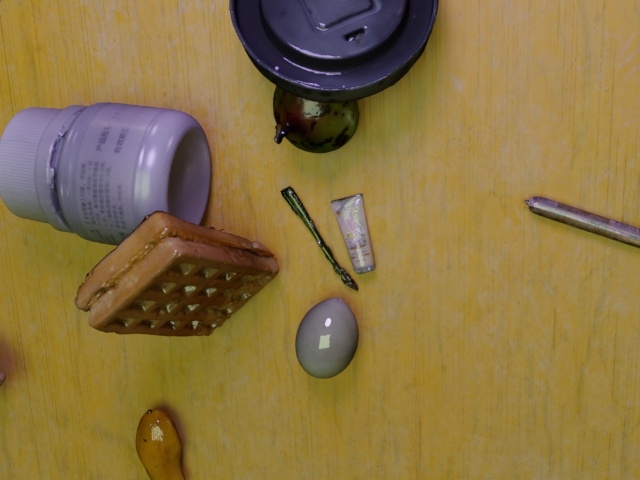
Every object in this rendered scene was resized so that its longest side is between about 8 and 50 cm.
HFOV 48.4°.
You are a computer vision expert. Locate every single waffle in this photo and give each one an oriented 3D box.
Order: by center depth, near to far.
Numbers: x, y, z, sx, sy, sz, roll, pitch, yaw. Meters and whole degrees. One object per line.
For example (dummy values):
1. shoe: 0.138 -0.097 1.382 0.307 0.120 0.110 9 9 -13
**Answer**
1. waffle: -0.227 0.071 1.214 0.224 0.327 0.098 -39 65 16

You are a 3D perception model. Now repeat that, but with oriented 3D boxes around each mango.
1. mango: -0.326 0.428 1.453 0.098 0.075 0.190 -3 109 19

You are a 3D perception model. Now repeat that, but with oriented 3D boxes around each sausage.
1. sausage: 0.469 -0.024 1.191 0.269 0.033 0.033 19 106 7

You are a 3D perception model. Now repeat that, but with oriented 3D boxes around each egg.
1. egg: 0.012 0.177 1.296 0.114 0.114 0.152 15 101 8

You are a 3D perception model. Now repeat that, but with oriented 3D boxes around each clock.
1. clock: 0.021 -0.371 1.113 0.324 0.067 0.325 0 76 2

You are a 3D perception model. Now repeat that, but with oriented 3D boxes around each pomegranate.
1. pomegranate: 0.017 -0.238 1.180 0.220 0.156 0.156 -33 95 13

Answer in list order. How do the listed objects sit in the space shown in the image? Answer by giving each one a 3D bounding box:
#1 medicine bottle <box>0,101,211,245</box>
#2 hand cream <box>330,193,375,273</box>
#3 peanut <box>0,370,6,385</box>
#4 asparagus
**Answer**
1. medicine bottle: -0.369 -0.117 1.239 0.306 0.245 0.245 9 105 10
2. hand cream: 0.065 -0.010 1.282 0.061 0.039 0.143 -15 95 17
3. peanut: -0.797 0.266 1.471 0.339 0.158 0.174 6 143 7
4. asparagus: 0.000 0.000 1.306 0.233 0.023 0.022 56 152 -4
